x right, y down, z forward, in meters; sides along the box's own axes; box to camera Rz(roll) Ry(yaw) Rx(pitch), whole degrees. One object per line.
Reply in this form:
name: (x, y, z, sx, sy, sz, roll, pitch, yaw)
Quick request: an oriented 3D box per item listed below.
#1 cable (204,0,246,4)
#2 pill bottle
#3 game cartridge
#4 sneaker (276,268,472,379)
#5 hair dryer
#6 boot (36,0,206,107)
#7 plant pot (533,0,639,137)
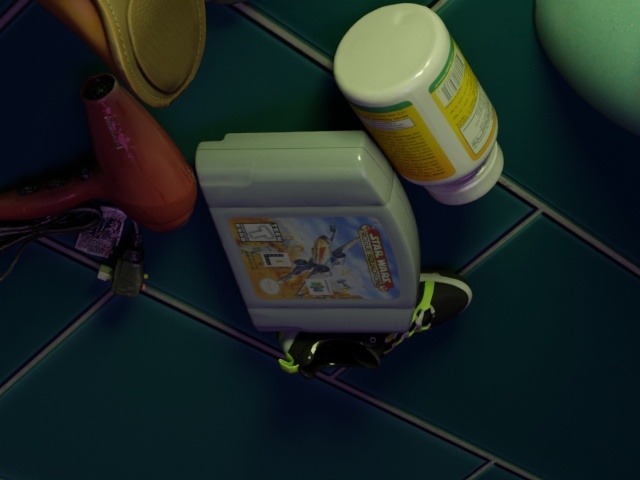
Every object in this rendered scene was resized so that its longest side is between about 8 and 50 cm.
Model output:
cable: (-0.102, -0.273, 1.582, 0.184, 0.047, 0.150, 15, 123, -31)
pill bottle: (0.104, -0.126, 1.765, 0.117, 0.118, 0.208, -29, 139, 9)
game cartridge: (0.000, 0.000, 1.852, 0.198, 0.062, 0.297, 3, 143, 16)
sneaker: (0.064, 0.106, 2.016, 0.234, 0.097, 0.084, -14, 139, -8)
hair dryer: (-0.231, -0.041, 1.749, 0.223, 0.080, 0.293, 5, 133, -26)
boot: (-0.229, -0.224, 1.453, 0.109, 0.220, 0.283, -62, 146, -11)
plant pot: (0.374, -0.196, 1.740, 0.290, 0.195, 0.290, -11, 138, -10)
